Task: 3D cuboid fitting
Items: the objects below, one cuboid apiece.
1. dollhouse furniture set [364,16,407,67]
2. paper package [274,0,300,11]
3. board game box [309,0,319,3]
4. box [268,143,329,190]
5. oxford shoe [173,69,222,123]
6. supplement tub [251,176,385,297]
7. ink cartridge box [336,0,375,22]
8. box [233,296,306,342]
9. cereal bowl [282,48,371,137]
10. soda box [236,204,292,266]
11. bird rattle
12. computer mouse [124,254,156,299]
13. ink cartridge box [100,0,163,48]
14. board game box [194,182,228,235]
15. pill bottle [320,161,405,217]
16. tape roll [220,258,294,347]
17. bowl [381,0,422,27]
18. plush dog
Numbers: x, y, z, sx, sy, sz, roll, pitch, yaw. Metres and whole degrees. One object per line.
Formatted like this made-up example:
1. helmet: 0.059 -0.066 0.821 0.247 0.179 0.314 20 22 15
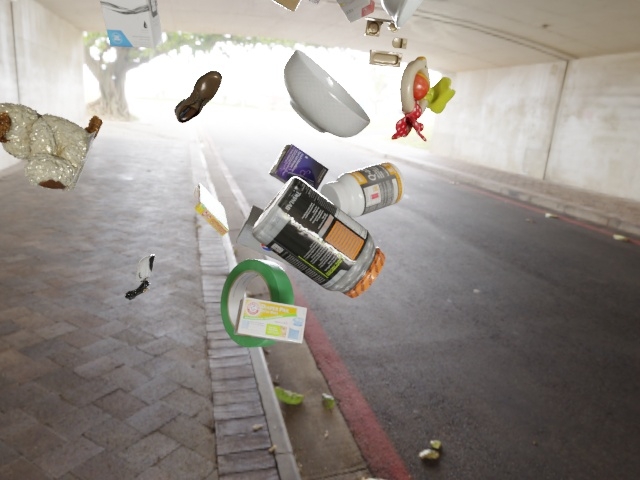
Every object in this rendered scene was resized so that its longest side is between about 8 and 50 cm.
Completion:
1. dollhouse furniture set: 0.226 -0.662 1.615 0.144 0.151 0.123 2 25 -10
2. paper package: -0.161 -1.015 1.641 0.325 0.309 0.168 25 33 -16
3. board game box: -0.062 -1.122 1.797 0.318 0.318 0.066 42 30 13
4. box: -0.094 -0.302 2.093 0.207 0.153 0.108 30 -5 -23
5. oxford shoe: -0.416 -0.489 1.660 0.083 0.227 0.096 33 20 -36
6. supplement tub: 0.000 0.000 1.236 0.316 0.193 0.193 38 11 -11
7. ink cartridge box: 0.123 -0.998 1.934 0.116 0.067 0.198 -12 -37 31
8. box: -0.158 0.252 1.499 0.203 0.114 0.103 11 -16 -14
9. cereal bowl: 0.002 -0.457 1.576 0.339 0.141 0.338 38 23 -19
10. soda box: -0.108 0.005 1.497 0.287 0.091 0.098 25 41 -12
11. bird rattle: 0.278 -0.425 1.428 0.143 0.206 0.253 17 52 41
12. computer mouse: -0.649 0.120 1.741 0.106 0.042 0.192 -30 39 23
13. ink cartridge box: -0.408 -0.511 1.019 0.105 0.180 0.060 5 37 5
14. board game box: -0.359 -0.107 1.565 0.039 0.124 0.259 -39 25 5
15. pill bottle: 0.149 -0.173 1.702 0.279 0.162 0.162 -20 26 -28
16. tape roll: -0.238 0.230 1.764 0.322 0.320 0.077 19 5 41
17. bowl: 0.261 -0.788 1.389 0.134 0.297 0.298 37 19 1
18. plush dog: -0.665 -0.245 1.126 0.226 0.210 0.262 25 -3 -23
